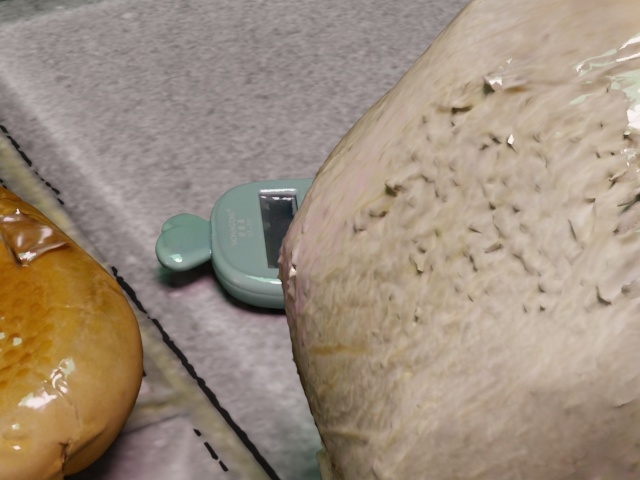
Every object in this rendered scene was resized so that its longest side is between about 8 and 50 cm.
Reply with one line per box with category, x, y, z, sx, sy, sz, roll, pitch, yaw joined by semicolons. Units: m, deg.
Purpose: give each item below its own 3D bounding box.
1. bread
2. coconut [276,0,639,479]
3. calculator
bread;-0.137;0.040;0.588;0.114;0.077;0.189;-36;43;-12
coconut;0.100;0.030;0.469;0.227;0.230;0.227;19;42;-18
calculator;0.000;0.000;0.689;0.153;0.021;0.095;-4;33;-5
